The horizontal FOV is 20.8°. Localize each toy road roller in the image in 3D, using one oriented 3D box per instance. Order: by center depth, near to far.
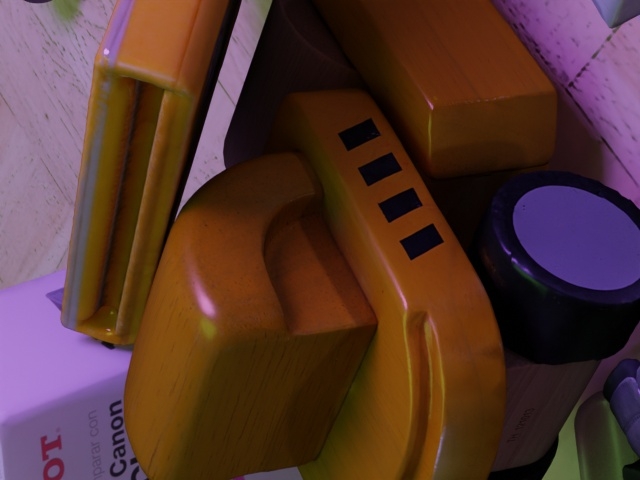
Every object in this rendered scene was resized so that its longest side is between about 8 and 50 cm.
[{"bbox_3d":[0.000,0.000,0.920,0.329,0.241,0.202,62,145,35],"label":"toy road roller"}]

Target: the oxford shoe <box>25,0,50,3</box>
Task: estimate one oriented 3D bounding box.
[{"bbox_3d":[-0.232,-0.278,1.284,0.076,0.076,0.212,-145,37,-79],"label":"oxford shoe"}]

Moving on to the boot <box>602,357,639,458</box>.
[{"bbox_3d":[0.214,0.118,0.730,0.338,0.118,0.222,138,117,-68],"label":"boot"}]

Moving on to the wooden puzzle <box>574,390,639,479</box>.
[{"bbox_3d":[0.236,0.203,0.928,0.239,0.044,0.220,9,113,49],"label":"wooden puzzle"}]

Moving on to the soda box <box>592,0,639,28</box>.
[{"bbox_3d":[0.190,-0.167,0.663,0.069,0.216,0.074,62,179,9],"label":"soda box"}]

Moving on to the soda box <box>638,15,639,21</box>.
[{"bbox_3d":[0.176,-0.194,0.765,0.091,0.098,0.286,-15,95,55],"label":"soda box"}]

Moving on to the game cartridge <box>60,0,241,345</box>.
[{"bbox_3d":[-0.061,-0.141,0.922,0.053,0.323,0.285,18,152,-2],"label":"game cartridge"}]

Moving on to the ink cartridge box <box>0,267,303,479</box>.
[{"bbox_3d":[-0.094,0.126,1.089,0.131,0.306,0.226,28,128,42],"label":"ink cartridge box"}]
